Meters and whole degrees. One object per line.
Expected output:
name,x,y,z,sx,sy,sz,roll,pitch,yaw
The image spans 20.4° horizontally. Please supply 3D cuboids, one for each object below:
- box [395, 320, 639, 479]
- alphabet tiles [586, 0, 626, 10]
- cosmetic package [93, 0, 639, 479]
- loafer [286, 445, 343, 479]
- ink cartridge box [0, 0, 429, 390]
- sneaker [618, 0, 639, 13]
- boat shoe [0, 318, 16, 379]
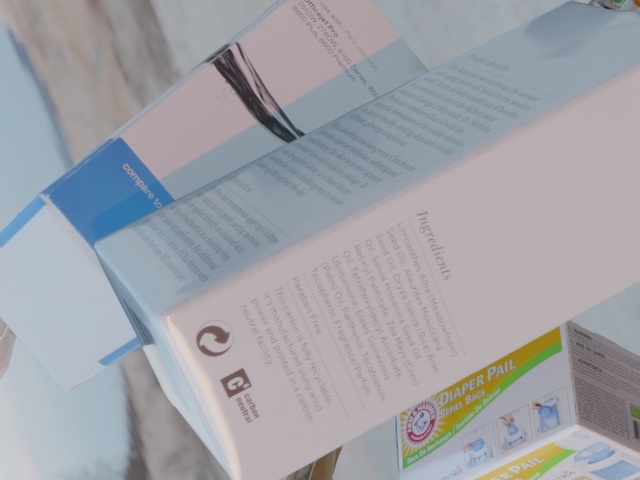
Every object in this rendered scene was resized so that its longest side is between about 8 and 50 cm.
box,0.171,0.166,1.512,0.114,0.203,0.103,26,-133,-34
alphabet tiles,0.408,-0.208,2.061,0.237,0.009,0.198,37,160,-1
cosmetic package,0.077,-0.010,1.374,0.161,0.453,0.230,66,170,-21
loafer,-0.005,0.230,1.654,0.050,0.148,0.056,20,167,24
ink cartridge box,-0.116,-0.060,1.708,0.166,0.395,0.285,50,152,-5
sneaker,0.350,-0.197,1.639,0.083,0.084,0.215,44,170,-28
boat shoe,-0.377,0.097,2.052,0.066,0.184,0.063,21,156,28
